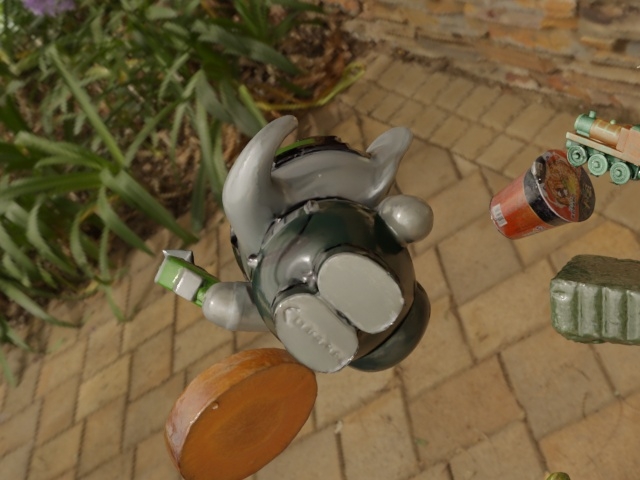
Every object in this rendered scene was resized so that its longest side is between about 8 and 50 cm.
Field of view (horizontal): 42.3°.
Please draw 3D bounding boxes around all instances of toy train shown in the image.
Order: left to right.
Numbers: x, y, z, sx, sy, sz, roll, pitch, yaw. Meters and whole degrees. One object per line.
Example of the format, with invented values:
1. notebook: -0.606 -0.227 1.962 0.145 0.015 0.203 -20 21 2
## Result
1. toy train: 0.310 -0.101 0.887 0.044 0.064 0.103 -15 33 -37

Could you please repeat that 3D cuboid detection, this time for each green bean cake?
1. green bean cake: 0.425 0.082 1.142 0.185 0.094 0.183 1 11 29

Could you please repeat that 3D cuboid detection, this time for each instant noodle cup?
1. instant noodle cup: 0.348 -0.063 1.331 0.135 0.127 0.127 -34 27 53

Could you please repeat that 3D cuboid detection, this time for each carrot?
1. carrot: -0.138 0.325 1.526 0.307 0.258 0.100 -31 42 -12

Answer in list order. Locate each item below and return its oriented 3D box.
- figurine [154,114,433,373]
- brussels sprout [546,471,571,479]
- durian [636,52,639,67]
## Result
1. figurine: 0.000 0.000 0.442 0.147 0.126 0.192 -51 11 13
2. brussels sprout: 0.337 0.364 1.199 0.083 0.046 0.051 -44 -17 -44
3. durian: 0.583 -0.287 1.212 0.182 0.165 0.132 160 127 -75
